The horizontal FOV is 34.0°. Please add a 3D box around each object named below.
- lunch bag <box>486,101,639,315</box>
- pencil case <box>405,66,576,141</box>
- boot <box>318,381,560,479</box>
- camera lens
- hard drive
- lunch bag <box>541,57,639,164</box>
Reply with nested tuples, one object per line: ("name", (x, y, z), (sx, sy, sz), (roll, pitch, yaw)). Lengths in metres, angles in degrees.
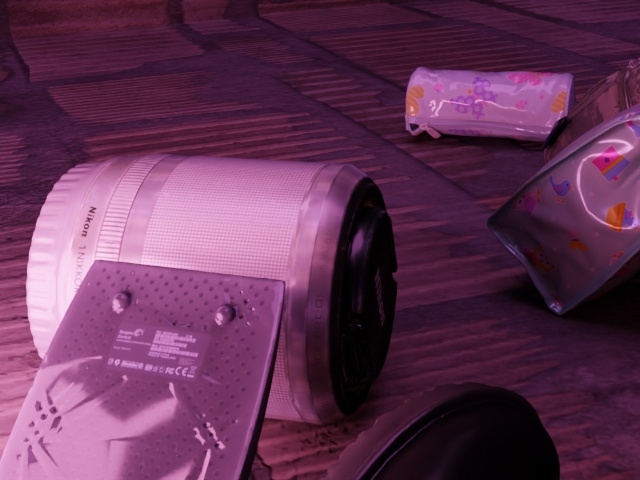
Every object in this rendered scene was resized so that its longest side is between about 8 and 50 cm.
("lunch bag", (0.341, -0.065, 1.072), (0.223, 0.262, 0.160), (-22, 71, -43))
("pencil case", (0.271, -0.215, 1.673), (0.273, 0.113, 0.124), (4, 32, 16))
("boot", (0.092, 0.216, 0.547), (0.260, 0.131, 0.348), (10, 34, 45))
("camera lens", (-0.081, 0.037, 0.903), (0.274, 0.219, 0.219), (4, 22, 15))
("hard drive", (-0.123, 0.138, 0.714), (0.172, 0.054, 0.254), (5, 59, 18))
("lunch bag", (0.464, -0.131, 1.323), (0.305, 0.212, 0.256), (-14, -5, -31))
